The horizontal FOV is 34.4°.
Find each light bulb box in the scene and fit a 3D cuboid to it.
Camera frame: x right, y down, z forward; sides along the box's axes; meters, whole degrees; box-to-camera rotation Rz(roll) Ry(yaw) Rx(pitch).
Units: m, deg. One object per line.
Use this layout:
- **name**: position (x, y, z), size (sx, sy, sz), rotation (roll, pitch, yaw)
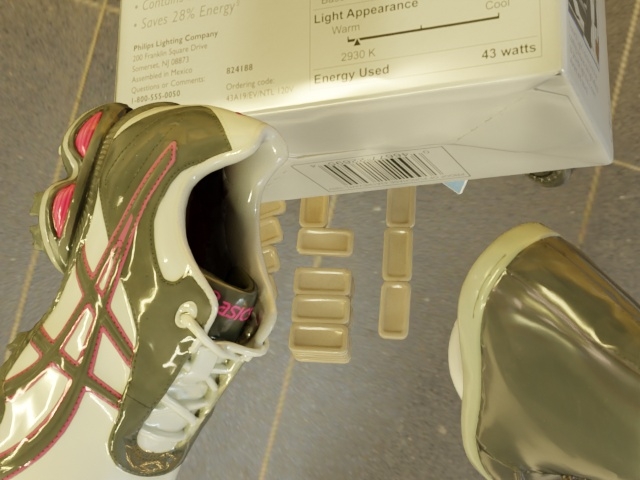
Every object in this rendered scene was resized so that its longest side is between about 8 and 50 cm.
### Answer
- **light bulb box**: position (0.042, -0.244, 0.859), size (0.357, 0.225, 0.361), rotation (-5, 76, 23)

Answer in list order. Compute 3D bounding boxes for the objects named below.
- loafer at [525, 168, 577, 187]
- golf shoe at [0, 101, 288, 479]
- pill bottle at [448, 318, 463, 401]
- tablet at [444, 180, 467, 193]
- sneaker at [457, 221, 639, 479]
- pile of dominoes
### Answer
- **loafer**: position (0.220, -0.162, 0.999), size (0.078, 0.080, 0.220), rotation (-13, 94, -32)
- **golf shoe**: position (-0.089, 0.060, 0.504), size (0.105, 0.120, 0.273), rotation (17, 76, -52)
- **pill bottle**: position (0.271, 0.191, 1.217), size (0.187, 0.334, 0.188), rotation (-9, 57, 15)
- **tablet**: position (0.169, -0.105, 1.429), size (0.083, 0.054, 0.006), rotation (37, 48, 18)
- **sneaker**: position (0.134, 0.100, 0.509), size (0.083, 0.118, 0.222), rotation (-37, 140, -12)
- **pile of dominoes**: position (0.000, 0.000, 1.071), size (0.195, 0.040, 0.251), rotation (2, 67, 9)
